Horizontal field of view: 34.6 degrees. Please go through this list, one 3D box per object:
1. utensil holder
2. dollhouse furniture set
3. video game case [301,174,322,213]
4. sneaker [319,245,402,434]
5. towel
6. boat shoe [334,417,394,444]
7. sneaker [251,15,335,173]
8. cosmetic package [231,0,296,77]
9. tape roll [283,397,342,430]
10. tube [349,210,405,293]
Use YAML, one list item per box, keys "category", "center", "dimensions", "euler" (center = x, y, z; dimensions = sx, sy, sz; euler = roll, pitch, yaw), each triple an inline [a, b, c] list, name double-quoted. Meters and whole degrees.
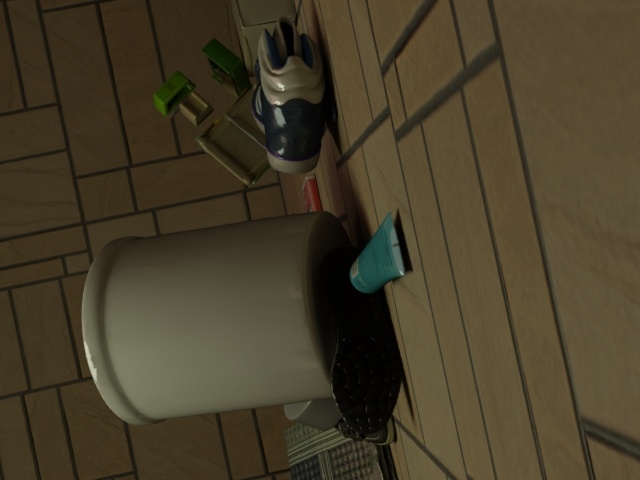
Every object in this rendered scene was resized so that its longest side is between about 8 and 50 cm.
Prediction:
- category: "utensil holder"
  center: [-0.146, 0.129, 1.724]
  dimensions: [0.327, 0.385, 0.328]
  euler: [-9, -90, -71]
- category: "dollhouse furniture set"
  center: [-0.180, -0.251, 2.198]
  dimensions: [0.301, 0.197, 0.151]
  euler: [41, 170, 15]
- category: "video game case"
  center: [0.000, 0.000, 2.402]
  dimensions: [0.204, 0.025, 0.285]
  euler: [125, 132, -84]
- category: "sneaker"
  center: [0.070, 0.155, 1.581]
  dimensions: [0.124, 0.107, 0.283]
  euler: [56, -154, -74]
- category: "towel"
  center: [0.048, 0.481, 2.030]
  dimensions: [0.324, 0.056, 0.312]
  euler: [-35, 59, 49]
- category: "boat shoe"
  center: [0.066, 0.330, 1.867]
  dimensions: [0.223, 0.073, 0.080]
  euler: [180, 85, -71]
- category: "sneaker"
  center: [-0.050, -0.285, 1.762]
  dimensions: [0.323, 0.130, 0.236]
  euler: [-100, 11, -56]
- category: "cosmetic package"
  center: [-0.121, -0.466, 2.130]
  dimensions: [0.309, 0.113, 0.160]
  euler: [98, 159, -80]
- category: "tape roll"
  center: [0.009, 0.238, 1.904]
  dimensions: [0.219, 0.072, 0.219]
  euler: [-58, 18, 32]
- category: "tube"
  center: [0.079, 0.026, 1.343]
  dimensions: [0.207, 0.052, 0.080]
  euler: [120, 134, -76]
